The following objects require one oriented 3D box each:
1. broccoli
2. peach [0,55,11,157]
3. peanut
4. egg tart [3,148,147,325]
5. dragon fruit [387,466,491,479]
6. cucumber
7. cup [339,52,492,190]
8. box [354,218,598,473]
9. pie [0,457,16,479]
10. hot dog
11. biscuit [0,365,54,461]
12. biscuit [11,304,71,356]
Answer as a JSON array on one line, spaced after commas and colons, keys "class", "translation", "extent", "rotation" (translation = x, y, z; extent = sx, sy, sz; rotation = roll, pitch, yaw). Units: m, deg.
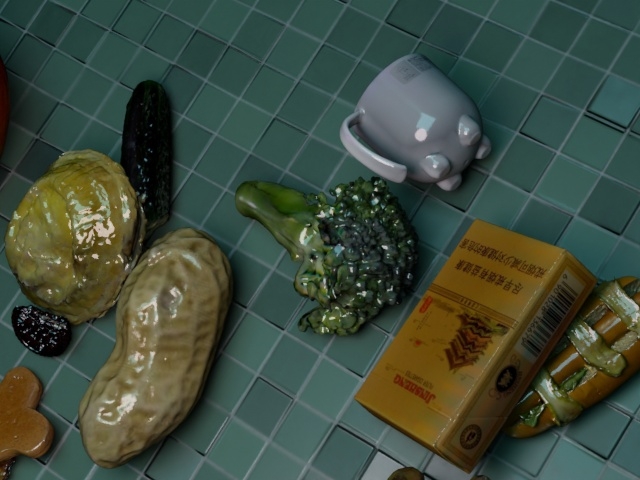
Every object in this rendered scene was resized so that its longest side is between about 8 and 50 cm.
[{"class": "broccoli", "translation": [0.006, 0.019, 1.753], "extent": [0.275, 0.177, 0.199], "rotation": [3, 106, 48]}, {"class": "peach", "translation": [-0.605, -0.175, 1.882], "extent": [0.370, 0.370, 0.370], "rotation": [-6, 69, 15]}, {"class": "peanut", "translation": [-0.208, 0.136, 1.744], "extent": [0.140, 0.153, 0.325], "rotation": [14, 68, 26]}, {"class": "egg tart", "translation": [-0.339, -0.007, 1.835], "extent": [0.252, 0.098, 0.232], "rotation": [-27, 73, 33]}, {"class": "dragon fruit", "translation": [0.071, 0.402, 1.535], "extent": [0.307, 0.243, 0.227], "rotation": [-27, 36, -35]}, {"class": "cucumber", "translation": [-0.240, -0.115, 1.892], "extent": [0.074, 0.074, 0.241], "rotation": [-7, 67, 15]}, {"class": "cup", "translation": [0.125, -0.143, 1.731], "extent": [0.142, 0.173, 0.134], "rotation": [45, 109, 25]}, {"class": "box", "translation": [0.180, 0.118, 1.629], "extent": [0.274, 0.076, 0.174], "rotation": [-55, 32, -7]}, {"class": "pie", "translation": [-0.473, 0.350, 1.813], "extent": [0.088, 0.033, 0.191], "rotation": [24, 76, 28]}, {"class": "hot dog", "translation": [0.301, 0.142, 1.625], "extent": [0.269, 0.072, 0.109], "rotation": [-39, 62, -1]}, {"class": "biscuit", "translation": [-0.474, 0.265, 1.823], "extent": [0.250, 0.036, 0.165], "rotation": [-24, 47, 1]}, {"class": "biscuit", "translation": [-0.374, 0.117, 1.847], "extent": [0.089, 0.027, 0.087], "rotation": [-25, 105, 39]}]
